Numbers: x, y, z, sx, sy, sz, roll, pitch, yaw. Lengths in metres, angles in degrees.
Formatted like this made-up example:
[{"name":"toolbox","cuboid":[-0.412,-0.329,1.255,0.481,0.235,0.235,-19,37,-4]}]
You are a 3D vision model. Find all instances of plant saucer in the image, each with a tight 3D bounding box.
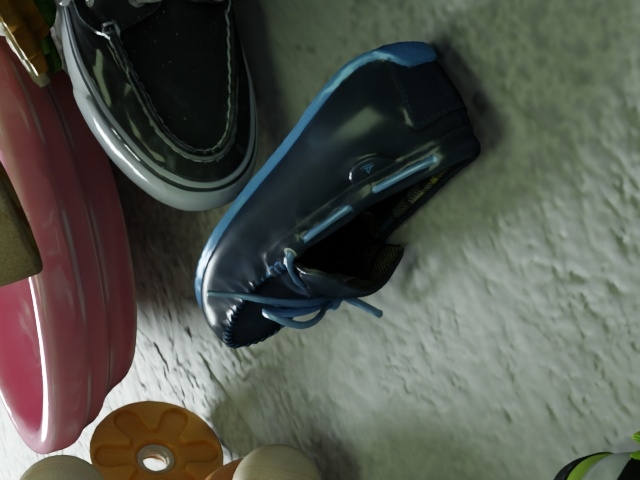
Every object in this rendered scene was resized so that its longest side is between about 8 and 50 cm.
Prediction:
[{"name":"plant saucer","cuboid":[-0.220,-0.005,1.047,0.332,0.084,0.332,167,90,-68]}]

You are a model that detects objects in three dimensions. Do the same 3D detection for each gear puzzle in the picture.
[{"name":"gear puzzle","cuboid":[-0.218,-0.199,0.913,0.175,0.044,0.339,62,177,-28]}]

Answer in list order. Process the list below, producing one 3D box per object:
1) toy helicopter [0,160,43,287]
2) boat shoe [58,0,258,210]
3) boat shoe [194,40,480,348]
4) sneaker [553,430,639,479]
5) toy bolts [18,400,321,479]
[{"name":"toy helicopter","cuboid":[-0.211,-0.093,0.698,0.235,0.140,0.355,58,169,42]},{"name":"boat shoe","cuboid":[-0.105,-0.172,0.831,0.105,0.113,0.306,143,115,-69]},{"name":"boat shoe","cuboid":[0.000,0.000,0.775,0.089,0.109,0.258,54,144,17]},{"name":"sneaker","cuboid":[0.176,0.207,0.646,0.097,0.084,0.234,-24,86,53]},{"name":"toy bolts","cuboid":[-0.123,0.170,0.925,0.218,0.229,0.158,55,143,34]}]
